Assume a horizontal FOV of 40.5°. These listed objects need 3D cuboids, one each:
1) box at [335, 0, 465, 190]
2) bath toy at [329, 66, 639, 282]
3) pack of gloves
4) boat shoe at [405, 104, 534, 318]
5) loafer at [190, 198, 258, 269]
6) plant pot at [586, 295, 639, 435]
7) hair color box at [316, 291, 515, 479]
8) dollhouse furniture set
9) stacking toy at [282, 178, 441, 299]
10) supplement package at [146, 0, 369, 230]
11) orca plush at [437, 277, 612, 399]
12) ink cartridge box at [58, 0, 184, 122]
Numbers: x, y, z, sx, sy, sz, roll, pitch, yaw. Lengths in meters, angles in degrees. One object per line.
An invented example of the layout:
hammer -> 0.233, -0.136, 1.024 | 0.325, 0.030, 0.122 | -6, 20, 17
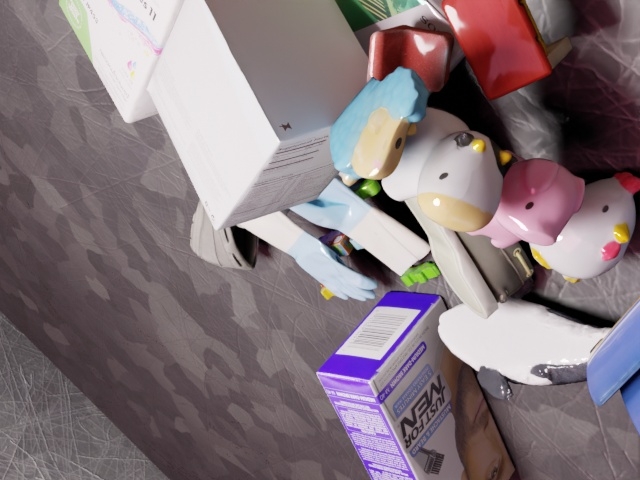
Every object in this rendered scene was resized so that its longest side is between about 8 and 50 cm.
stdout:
box -> 0.021, -0.222, 0.995 | 0.232, 0.058, 0.322 | 45, 144, 2
bath toy -> 0.182, -0.053, 0.830 | 0.348, 0.151, 0.129 | 20, 129, -30
pack of gloves -> 0.000, 0.000, 1.148 | 0.232, 0.046, 0.195 | 35, 140, -5
boat shoe -> 0.152, -0.049, 0.975 | 0.305, 0.091, 0.109 | 59, 171, -28
loafer -> -0.122, -0.072, 1.266 | 0.112, 0.112, 0.319 | 25, 144, 10
plant pot -> 0.392, 0.091, 0.769 | 0.212, 0.236, 0.236 | 42, 146, 18
hair color box -> 0.146, 0.263, 1.236 | 0.110, 0.185, 0.338 | 2, 127, 44
dollhouse furniture set -> 0.039, -0.275, 0.767 | 0.201, 0.152, 0.374 | -21, 103, 35
stacking toy -> 0.041, -0.003, 1.200 | 0.221, 0.052, 0.167 | -14, 123, 44
supplement package -> -0.062, -0.152, 0.931 | 0.194, 0.149, 0.203 | 63, 148, 12
orca plush -> 0.285, 0.116, 1.061 | 0.287, 0.102, 0.151 | -20, 64, 43
ink cartridge box -> -0.191, -0.324, 1.024 | 0.207, 0.119, 0.353 | 59, 147, 10
